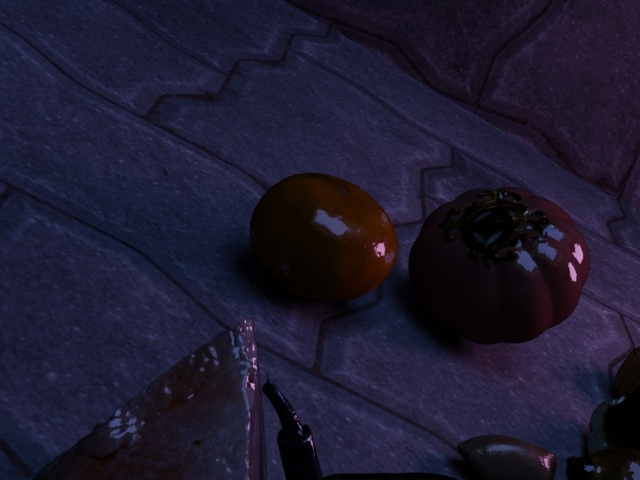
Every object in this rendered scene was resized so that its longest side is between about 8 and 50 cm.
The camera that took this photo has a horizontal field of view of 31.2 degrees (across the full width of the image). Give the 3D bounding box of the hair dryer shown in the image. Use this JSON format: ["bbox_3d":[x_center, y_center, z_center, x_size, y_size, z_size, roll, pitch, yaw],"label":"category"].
[{"bbox_3d":[-0.006,0.247,1.149,0.091,0.272,0.235,-11,17,0],"label":"hair dryer"}]

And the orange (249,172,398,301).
[{"bbox_3d":[0.000,0.000,1.771,0.240,0.171,0.240,23,26,-12],"label":"orange"}]

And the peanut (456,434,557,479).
[{"bbox_3d":[0.255,0.302,1.568,0.152,0.076,0.076,16,25,-17],"label":"peanut"}]

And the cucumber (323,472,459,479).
[{"bbox_3d":[0.094,0.304,1.386,0.284,0.056,0.056,15,26,-44],"label":"cucumber"}]

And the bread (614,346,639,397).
[{"bbox_3d":[0.624,0.275,2.065,0.199,0.104,0.199,25,27,-14],"label":"bread"}]

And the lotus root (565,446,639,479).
[{"bbox_3d":[0.449,0.363,1.611,0.260,0.128,0.145,28,7,-19],"label":"lotus root"}]

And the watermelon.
[{"bbox_3d":[-0.159,0.217,1.085,0.222,0.319,0.292,0,-17,-4],"label":"watermelon"}]

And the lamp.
[{"bbox_3d":[0.304,0.054,1.954,0.305,0.240,0.305,-8,42,7],"label":"lamp"}]

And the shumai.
[{"bbox_3d":[0.575,0.318,1.830,0.288,0.292,0.330,-5,2,16],"label":"shumai"}]
